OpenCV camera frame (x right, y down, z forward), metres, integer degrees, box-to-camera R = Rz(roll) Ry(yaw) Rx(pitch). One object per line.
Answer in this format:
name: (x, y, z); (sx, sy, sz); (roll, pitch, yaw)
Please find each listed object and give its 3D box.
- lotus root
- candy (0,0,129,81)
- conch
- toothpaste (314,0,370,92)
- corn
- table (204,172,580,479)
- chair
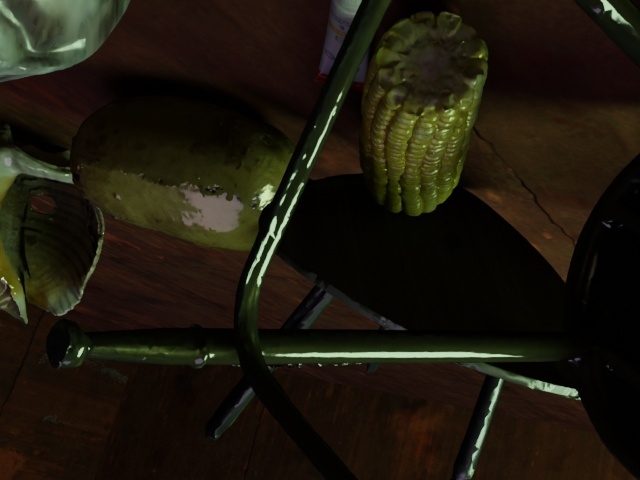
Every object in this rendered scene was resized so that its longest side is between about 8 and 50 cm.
lotus root: (-0.121, -0.068, 0.869); (0.284, 0.146, 0.160); (18, -175, 17)
candy: (-0.200, -0.191, 0.385); (0.157, 0.214, 0.289); (1, 161, 32)
conch: (-0.406, -0.049, 1.131); (0.263, 0.186, 0.324); (-1, 134, 13)
toothpaste: (0.021, -0.153, 0.644); (0.048, 0.031, 0.190); (12, 167, 1)
corn: (0.077, -0.093, 0.677); (0.093, 0.093, 0.244); (14, 163, 7)
table: (0.046, 0.109, 0.797); (0.317, 0.317, 0.249); (19, 119, -11)
chair: (0.169, 0.016, 0.426); (0.410, 0.362, 0.364); (12, -161, -42)
